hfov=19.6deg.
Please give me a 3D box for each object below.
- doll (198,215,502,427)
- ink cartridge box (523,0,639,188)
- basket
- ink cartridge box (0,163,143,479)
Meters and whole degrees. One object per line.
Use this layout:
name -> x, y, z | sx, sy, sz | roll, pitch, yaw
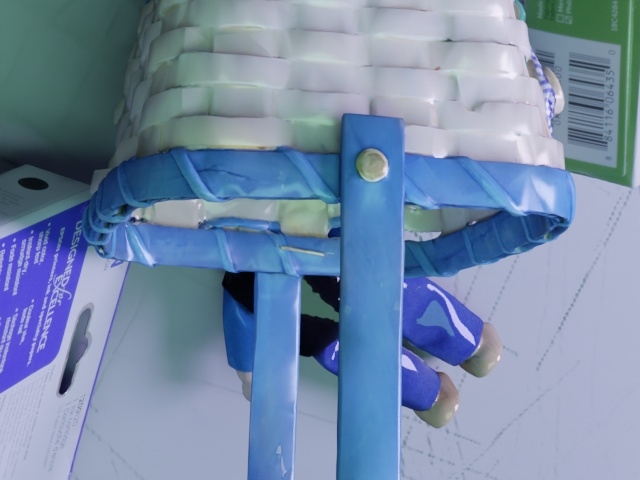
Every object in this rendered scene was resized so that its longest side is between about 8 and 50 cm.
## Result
doll -> 0.002, 0.034, 0.966 | 0.189, 0.046, 0.129 | 33, 103, -26
ink cartridge box -> 0.173, -0.116, 0.898 | 0.209, 0.062, 0.109 | -34, 131, -47
basket -> 0.000, 0.000, 0.801 | 0.201, 0.255, 0.289 | 7, 84, -11
ink cartridge box -> -0.176, 0.069, 0.885 | 0.045, 0.208, 0.206 | 30, 118, 21
